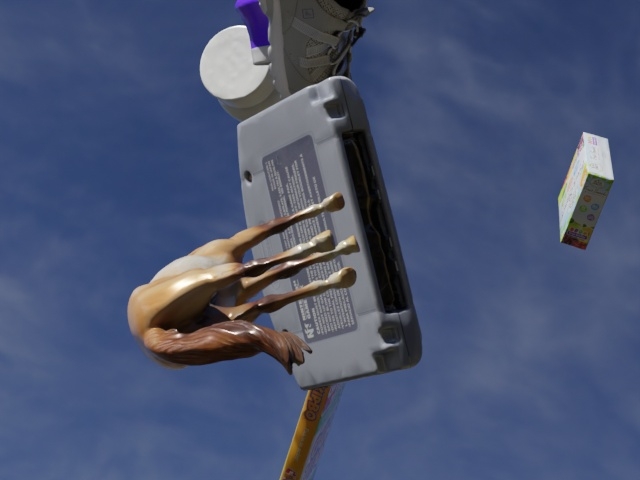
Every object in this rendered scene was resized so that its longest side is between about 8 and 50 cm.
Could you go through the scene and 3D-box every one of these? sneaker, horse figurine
[{"bbox_3d":[0.005,-0.231,1.528,0.115,0.105,0.281,5,-38,21],"label":"sneaker"},{"bbox_3d":[-0.061,0.035,0.907,0.174,0.263,0.066,-23,-80,6],"label":"horse figurine"}]

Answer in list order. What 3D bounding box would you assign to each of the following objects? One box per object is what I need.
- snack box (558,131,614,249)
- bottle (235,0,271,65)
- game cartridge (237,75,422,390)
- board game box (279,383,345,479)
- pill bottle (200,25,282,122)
[{"bbox_3d":[0.330,-0.064,1.751,0.037,0.141,0.100,16,-64,0],"label":"snack box"},{"bbox_3d":[-0.065,-0.353,1.674,0.092,0.283,0.118,-9,5,-33],"label":"bottle"},{"bbox_3d":[0.000,0.000,1.429,0.060,0.294,0.196,-10,-6,-39],"label":"game cartridge"},{"bbox_3d":[-0.010,0.266,1.991,0.039,0.124,0.259,23,-76,11],"label":"board game box"},{"bbox_3d":[-0.068,-0.204,1.870,0.121,0.121,0.221,3,-10,22],"label":"pill bottle"}]
